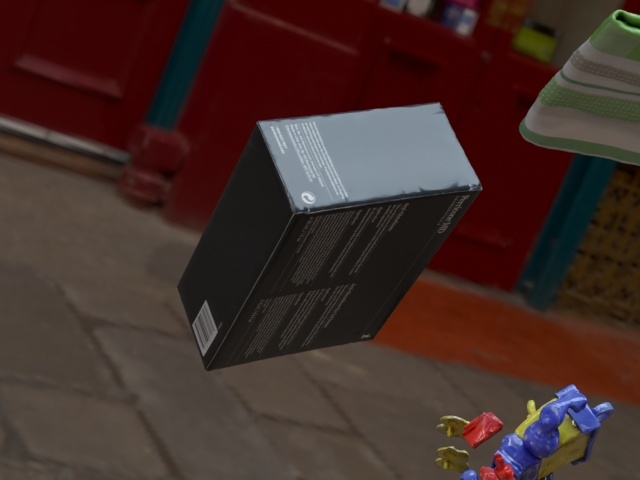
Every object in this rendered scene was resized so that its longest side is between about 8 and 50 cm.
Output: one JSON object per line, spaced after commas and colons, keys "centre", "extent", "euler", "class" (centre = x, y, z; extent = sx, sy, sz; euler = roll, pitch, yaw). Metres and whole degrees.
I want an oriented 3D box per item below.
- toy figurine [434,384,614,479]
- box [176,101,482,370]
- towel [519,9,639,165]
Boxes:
{"centre": [0.281, 0.286, 1.787], "extent": [0.191, 0.217, 0.362], "euler": [49, -18, 28], "class": "toy figurine"}
{"centre": [0.000, 0.000, 1.311], "extent": [0.184, 0.261, 0.103], "euler": [-6, 59, -27], "class": "box"}
{"centre": [0.192, -0.082, 0.861], "extent": [0.113, 0.023, 0.152], "euler": [9, -20, -9], "class": "towel"}
